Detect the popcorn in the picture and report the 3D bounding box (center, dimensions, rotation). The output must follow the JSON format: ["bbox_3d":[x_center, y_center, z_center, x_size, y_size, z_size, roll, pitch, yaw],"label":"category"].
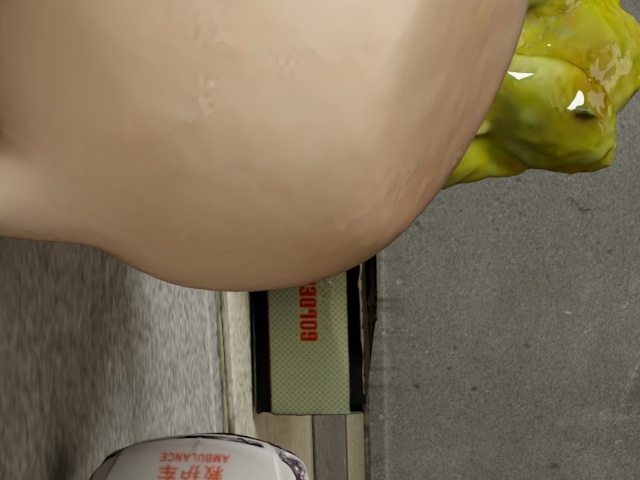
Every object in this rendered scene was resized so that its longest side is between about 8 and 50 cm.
[{"bbox_3d":[0.078,-0.151,0.984,0.276,0.276,0.225,86,-10,-45],"label":"popcorn"}]

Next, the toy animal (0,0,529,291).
[{"bbox_3d":[-0.015,-0.078,0.455,0.250,0.154,0.166,-77,171,-68],"label":"toy animal"}]

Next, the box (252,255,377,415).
[{"bbox_3d":[0.000,0.000,1.239,0.310,0.084,0.198,-72,161,-78],"label":"box"}]

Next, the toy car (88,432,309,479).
[{"bbox_3d":[-0.047,0.154,0.474,0.108,0.089,0.210,66,26,-68],"label":"toy car"}]
